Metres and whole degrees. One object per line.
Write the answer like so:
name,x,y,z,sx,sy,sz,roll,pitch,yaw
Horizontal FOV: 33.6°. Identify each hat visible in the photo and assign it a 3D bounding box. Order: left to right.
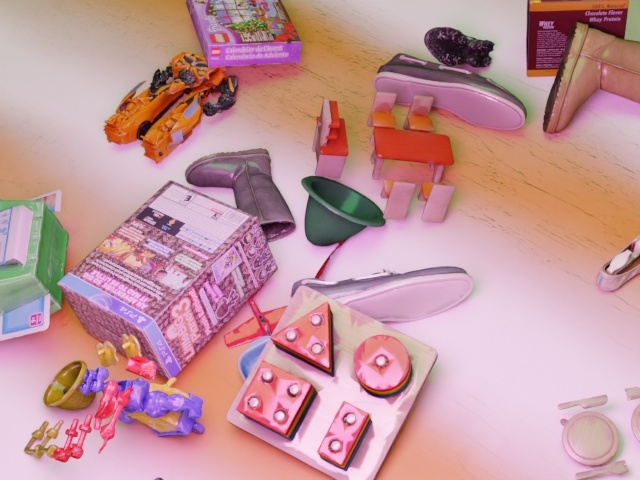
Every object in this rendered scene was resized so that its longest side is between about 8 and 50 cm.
hat,0.000,0.000,1.970,0.173,0.183,0.208,35,20,20

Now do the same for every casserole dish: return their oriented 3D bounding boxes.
casserole dish,-0.061,0.238,1.774,0.114,0.037,0.188,-27,52,-13

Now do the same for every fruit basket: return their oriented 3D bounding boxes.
fruit basket,-0.649,0.059,1.941,0.353,0.165,0.327,-9,50,6

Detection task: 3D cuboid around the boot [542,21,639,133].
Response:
boot,0.591,-0.285,2.056,0.270,0.089,0.236,18,96,1

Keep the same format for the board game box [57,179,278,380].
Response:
board game box,-0.264,0.063,1.864,0.232,0.141,0.291,23,57,36

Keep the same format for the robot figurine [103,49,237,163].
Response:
robot figurine,-0.308,-0.293,2.226,0.211,0.085,0.291,24,58,25

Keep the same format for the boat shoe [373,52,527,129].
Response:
boat shoe,0.267,-0.312,2.131,0.335,0.112,0.095,18,60,27

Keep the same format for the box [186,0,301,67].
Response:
box,-0.173,-0.480,2.325,0.201,0.057,0.293,-6,41,-15

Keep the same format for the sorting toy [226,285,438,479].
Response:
sorting toy,0.015,0.222,1.673,0.257,0.089,0.255,25,75,17

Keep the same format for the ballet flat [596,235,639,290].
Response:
ballet flat,0.546,0.028,1.838,0.168,0.052,0.057,-37,54,-21

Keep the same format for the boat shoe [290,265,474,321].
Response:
boat shoe,0.101,0.082,1.826,0.320,0.116,0.099,-13,50,0

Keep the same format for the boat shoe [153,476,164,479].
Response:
boat shoe,-0.167,0.461,1.557,0.306,0.113,0.105,31,76,40

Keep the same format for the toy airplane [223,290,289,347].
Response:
toy airplane,-0.110,0.128,1.880,0.151,0.028,0.151,-4,50,5

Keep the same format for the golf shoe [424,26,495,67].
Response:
golf shoe,0.267,-0.399,2.191,0.198,0.077,0.094,8,13,-44

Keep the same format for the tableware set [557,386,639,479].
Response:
tableware set,0.470,0.298,1.637,0.194,0.039,0.128,-12,61,7

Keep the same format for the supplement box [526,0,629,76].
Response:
supplement box,0.516,-0.448,2.148,0.191,0.194,0.129,0,51,10

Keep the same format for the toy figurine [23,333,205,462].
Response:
toy figurine,-0.300,0.293,1.714,0.362,0.217,0.191,-21,49,53

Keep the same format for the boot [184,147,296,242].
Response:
boot,-0.157,-0.078,2.041,0.190,0.076,0.208,-15,56,0

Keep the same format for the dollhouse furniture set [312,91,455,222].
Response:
dollhouse furniture set,0.122,-0.180,1.983,0.259,0.135,0.262,4,47,-11
